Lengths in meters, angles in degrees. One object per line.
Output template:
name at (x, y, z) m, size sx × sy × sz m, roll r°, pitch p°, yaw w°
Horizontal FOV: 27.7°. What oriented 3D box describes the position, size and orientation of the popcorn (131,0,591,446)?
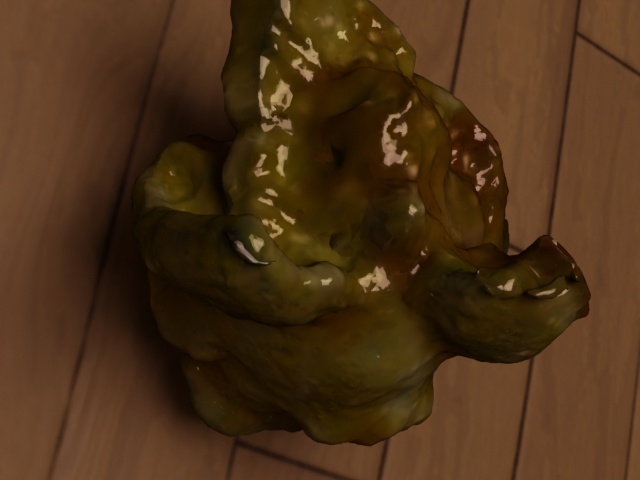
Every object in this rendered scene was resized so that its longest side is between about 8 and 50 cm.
popcorn at (-0.010, -0.005, 0.887) m, size 0.321 × 0.290 × 0.325 m, roll 49°, pitch 31°, yaw 1°
